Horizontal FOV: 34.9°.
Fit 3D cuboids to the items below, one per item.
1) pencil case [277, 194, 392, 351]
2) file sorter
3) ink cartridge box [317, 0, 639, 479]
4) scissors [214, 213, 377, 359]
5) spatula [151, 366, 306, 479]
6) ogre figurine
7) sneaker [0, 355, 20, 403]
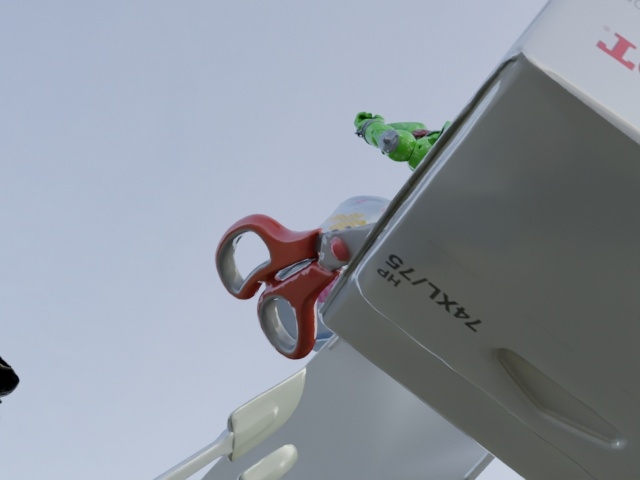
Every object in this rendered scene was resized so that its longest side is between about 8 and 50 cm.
[{"bbox_3d":[0.030,0.034,1.222,0.113,0.273,0.124,6,-72,16],"label":"pencil case"},{"bbox_3d":[0.025,0.251,1.049,0.278,0.193,0.173,-47,-17,-1],"label":"file sorter"},{"bbox_3d":[0.170,-0.035,0.447,0.198,0.270,0.197,37,-35,3],"label":"ink cartridge box"},{"bbox_3d":[0.000,0.000,0.654,0.021,0.109,0.297,-27,-9,-30],"label":"scissors"},{"bbox_3d":[-0.091,0.210,0.733,0.019,0.242,0.168,26,-54,31],"label":"spatula"},{"bbox_3d":[0.135,-0.105,1.256,0.197,0.118,0.097,43,-79,-6],"label":"ogre figurine"},{"bbox_3d":[-0.369,0.166,1.120,0.089,0.051,0.170,-1,-42,15],"label":"sneaker"}]
